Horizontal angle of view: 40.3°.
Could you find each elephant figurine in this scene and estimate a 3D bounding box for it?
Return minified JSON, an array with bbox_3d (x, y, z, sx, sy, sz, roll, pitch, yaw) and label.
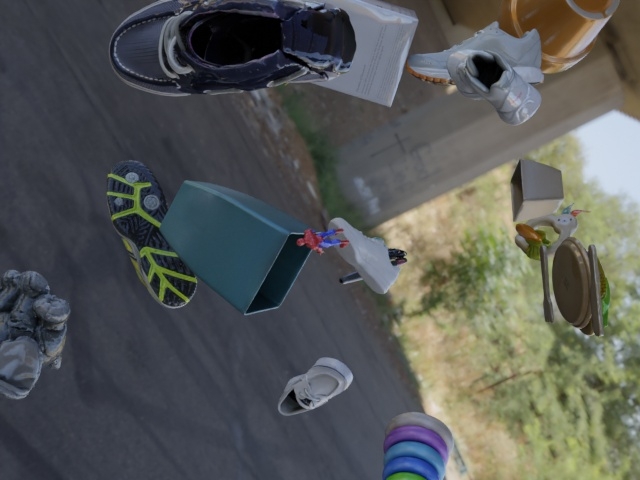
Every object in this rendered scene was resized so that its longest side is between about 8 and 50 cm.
[{"bbox_3d":[-0.496,0.164,1.293,0.186,0.169,0.239,45,43,-6],"label":"elephant figurine"}]

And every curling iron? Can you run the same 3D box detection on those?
[{"bbox_3d":[0.134,0.071,2.227,0.274,0.068,0.035,-24,125,-49],"label":"curling iron"}]

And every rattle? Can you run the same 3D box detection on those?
[{"bbox_3d":[0.557,-0.057,2.103,0.143,0.199,0.130,56,-2,-30],"label":"rattle"}]

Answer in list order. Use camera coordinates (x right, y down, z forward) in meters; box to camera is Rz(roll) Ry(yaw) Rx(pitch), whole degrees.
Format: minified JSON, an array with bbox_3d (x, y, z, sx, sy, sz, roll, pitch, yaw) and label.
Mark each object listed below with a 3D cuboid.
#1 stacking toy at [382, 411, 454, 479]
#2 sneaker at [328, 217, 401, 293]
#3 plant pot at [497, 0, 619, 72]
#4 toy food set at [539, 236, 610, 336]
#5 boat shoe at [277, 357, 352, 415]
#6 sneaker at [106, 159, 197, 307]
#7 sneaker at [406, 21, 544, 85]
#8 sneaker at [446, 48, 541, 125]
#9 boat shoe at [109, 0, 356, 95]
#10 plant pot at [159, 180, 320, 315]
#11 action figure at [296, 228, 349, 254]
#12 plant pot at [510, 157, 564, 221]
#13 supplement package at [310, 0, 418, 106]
[{"bbox_3d":[0.163,0.491,1.662,0.141,0.141,0.330,60,32,-26],"label":"stacking toy"},{"bbox_3d":[0.102,0.016,1.970,0.212,0.094,0.080,52,-22,-20],"label":"sneaker"},{"bbox_3d":[0.485,-0.460,1.726,0.205,0.205,0.188,64,-18,3],"label":"plant pot"},{"bbox_3d":[0.348,0.060,1.171,0.192,0.038,0.133,-172,-103,-84],"label":"toy food set"},{"bbox_3d":[-0.016,0.342,1.969,0.095,0.258,0.084,40,53,-4],"label":"boat shoe"},{"bbox_3d":[-0.426,-0.007,2.109,0.385,0.145,0.147,69,-25,8],"label":"sneaker"},{"bbox_3d":[0.296,-0.358,1.672,0.099,0.262,0.121,-65,158,-84],"label":"sneaker"},{"bbox_3d":[0.274,-0.286,1.461,0.115,0.090,0.232,40,5,-37],"label":"sneaker"},{"bbox_3d":[-0.143,-0.232,1.008,0.158,0.340,0.127,-15,103,-62],"label":"boat shoe"},{"bbox_3d":[-0.158,-0.003,1.573,0.234,0.166,0.165,32,11,16],"label":"plant pot"},{"bbox_3d":[0.000,0.000,1.347,0.115,0.030,0.038,-2,68,-57],"label":"action figure"},{"bbox_3d":[0.486,-0.110,1.953,0.109,0.096,0.109,93,-1,-65],"label":"plant pot"},{"bbox_3d":[0.024,-0.400,1.704,0.177,0.292,0.175,-81,-172,-69],"label":"supplement package"}]
